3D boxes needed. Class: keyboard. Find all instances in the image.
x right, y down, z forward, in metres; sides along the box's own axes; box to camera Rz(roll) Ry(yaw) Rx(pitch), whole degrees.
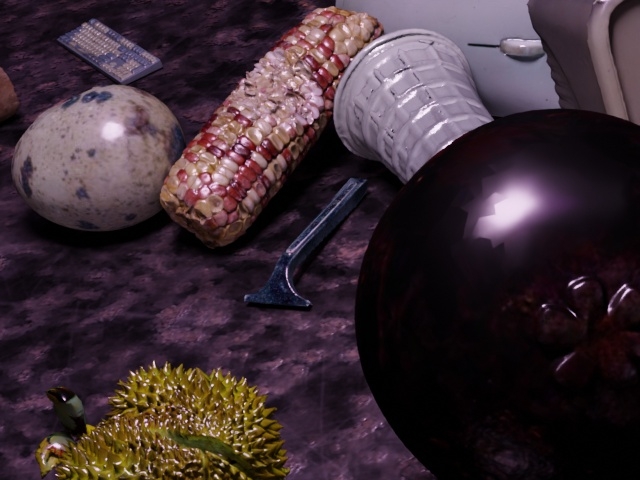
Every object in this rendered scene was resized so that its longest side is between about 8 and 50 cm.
[{"bbox_3d":[-0.243,-0.216,2.274,0.055,0.014,0.176,-31,34,-18],"label":"keyboard"}]

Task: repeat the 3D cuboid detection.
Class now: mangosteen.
[{"bbox_3d":[0.165,0.039,1.435,0.297,0.297,0.313,-16,35,-1],"label":"mangosteen"}]

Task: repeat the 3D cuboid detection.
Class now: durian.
[{"bbox_3d":[-0.116,0.181,1.475,0.198,0.146,0.159,-20,32,17],"label":"durian"}]

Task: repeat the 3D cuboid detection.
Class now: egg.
[{"bbox_3d":[-0.215,-0.078,1.923,0.181,0.141,0.141,-13,30,24],"label":"egg"}]

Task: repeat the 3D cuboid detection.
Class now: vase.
[{"bbox_3d":[0.123,-0.066,1.768,0.143,0.143,0.299,-20,34,-9],"label":"vase"}]

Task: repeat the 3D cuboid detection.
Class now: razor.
[{"bbox_3d":[-0.001,-0.005,1.818,0.066,0.033,0.190,5,36,28],"label":"razor"}]

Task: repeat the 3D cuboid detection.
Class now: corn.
[{"bbox_3d":[-0.042,-0.117,1.895,0.098,0.098,0.290,19,63,43],"label":"corn"}]

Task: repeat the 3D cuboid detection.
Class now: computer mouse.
[{"bbox_3d":[0.125,-0.206,1.954,0.097,0.159,0.288,-15,24,-43],"label":"computer mouse"}]

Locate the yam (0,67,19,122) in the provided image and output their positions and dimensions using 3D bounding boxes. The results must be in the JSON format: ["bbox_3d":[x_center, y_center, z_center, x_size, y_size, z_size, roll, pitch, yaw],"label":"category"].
[{"bbox_3d":[-0.402,-0.141,2.162,0.127,0.084,0.084,-34,36,-31],"label":"yam"}]

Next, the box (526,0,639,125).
[{"bbox_3d":[0.280,-0.104,1.658,0.138,0.274,0.178,-20,18,-10],"label":"box"}]
